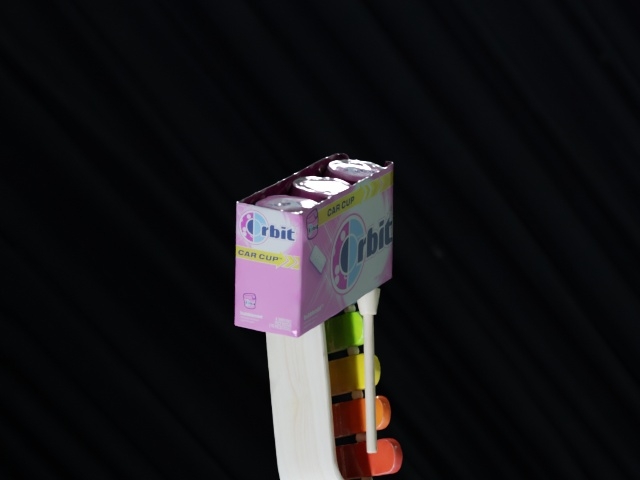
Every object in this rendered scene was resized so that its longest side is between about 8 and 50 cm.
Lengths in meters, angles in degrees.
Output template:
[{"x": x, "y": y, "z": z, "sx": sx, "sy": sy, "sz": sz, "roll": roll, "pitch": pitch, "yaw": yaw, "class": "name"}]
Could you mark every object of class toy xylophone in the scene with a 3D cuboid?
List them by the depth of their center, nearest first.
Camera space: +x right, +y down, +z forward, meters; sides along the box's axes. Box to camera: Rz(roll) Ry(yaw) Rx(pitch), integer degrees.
[{"x": 0.021, "y": 0.164, "z": 2.300, "sx": 0.236, "sy": 0.081, "sz": 0.322, "roll": -5, "pitch": 85, "yaw": 56, "class": "toy xylophone"}]

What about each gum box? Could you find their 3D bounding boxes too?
[{"x": 0.000, "y": 0.000, "z": 1.674, "sx": 0.062, "sy": 0.107, "sz": 0.188, "roll": 10, "pitch": 20, "yaw": 25, "class": "gum box"}]
